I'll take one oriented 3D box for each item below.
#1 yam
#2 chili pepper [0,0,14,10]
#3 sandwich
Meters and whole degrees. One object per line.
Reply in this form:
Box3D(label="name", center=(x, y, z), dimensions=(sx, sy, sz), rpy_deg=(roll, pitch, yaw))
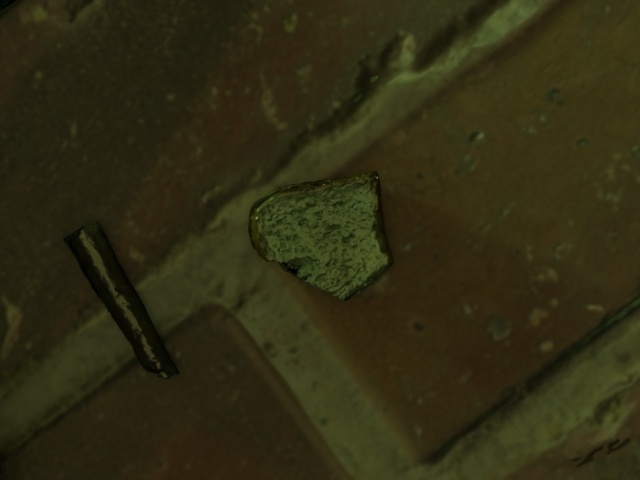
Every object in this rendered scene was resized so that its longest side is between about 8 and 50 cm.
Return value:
Box3D(label="yam", center=(-0.148, 0.049, 1.452), dimensions=(0.033, 0.027, 0.129), rpy_deg=(-28, 89, -39))
Box3D(label="chili pepper", center=(-0.265, -0.222, 1.433), dimensions=(0.122, 0.065, 0.279), rpy_deg=(43, 89, 8))
Box3D(label="sandwich", center=(0.000, 0.000, 1.447), dimensions=(0.104, 0.036, 0.093), rpy_deg=(-7, 92, 1))
